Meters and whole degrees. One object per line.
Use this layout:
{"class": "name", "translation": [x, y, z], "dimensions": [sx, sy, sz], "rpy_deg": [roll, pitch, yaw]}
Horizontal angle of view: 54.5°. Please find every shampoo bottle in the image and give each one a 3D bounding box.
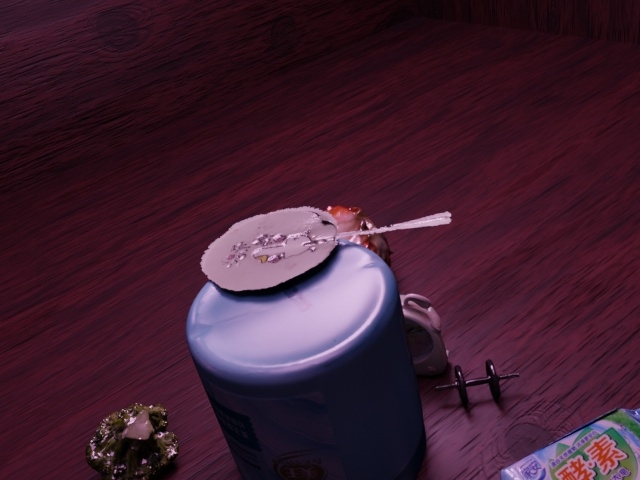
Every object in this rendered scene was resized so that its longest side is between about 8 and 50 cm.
{"class": "shampoo bottle", "translation": [-0.012, 0.216, 0.998], "dimensions": [0.331, 0.343, 0.331], "rpy_deg": [-9, 33, 6]}

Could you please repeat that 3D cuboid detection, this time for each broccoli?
{"class": "broccoli", "translation": [-0.330, 0.359, 1.103], "dimensions": [0.145, 0.138, 0.162], "rpy_deg": [40, 42, 11]}

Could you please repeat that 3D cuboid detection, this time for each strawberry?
{"class": "strawberry", "translation": [-0.003, 0.070, 1.411], "dimensions": [0.336, 0.149, 0.265], "rpy_deg": [-28, 41, -2]}

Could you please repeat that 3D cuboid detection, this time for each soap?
{"class": "soap", "translation": [0.397, 0.349, 0.886], "dimensions": [0.293, 0.077, 0.156], "rpy_deg": [-22, 34, -13]}

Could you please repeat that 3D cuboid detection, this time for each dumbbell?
{"class": "dumbbell", "translation": [0.274, 0.248, 1.091], "dimensions": [0.147, 0.069, 0.069], "rpy_deg": [-11, 33, 5]}

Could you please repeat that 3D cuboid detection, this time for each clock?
{"class": "clock", "translation": [0.154, 0.165, 1.148], "dimensions": [0.151, 0.191, 0.062], "rpy_deg": [1, 36, 21]}

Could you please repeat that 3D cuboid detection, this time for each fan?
{"class": "fan", "translation": [0.000, 0.001, 0.989], "dimensions": [0.414, 0.012, 0.233], "rpy_deg": [-7, 34, 16]}
